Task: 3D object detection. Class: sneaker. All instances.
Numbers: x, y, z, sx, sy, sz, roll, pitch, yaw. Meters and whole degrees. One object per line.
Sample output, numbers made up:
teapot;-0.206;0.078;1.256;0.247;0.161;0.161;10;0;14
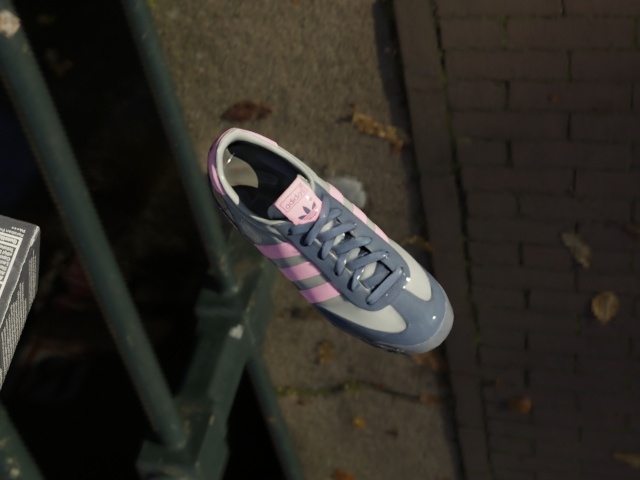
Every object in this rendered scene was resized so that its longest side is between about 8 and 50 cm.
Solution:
sneaker;0.000;0.000;1.316;0.319;0.112;0.131;36;168;17

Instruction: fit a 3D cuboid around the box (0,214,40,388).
box;-0.520;0.105;1.498;0.296;0.294;0.183;16;147;-4
